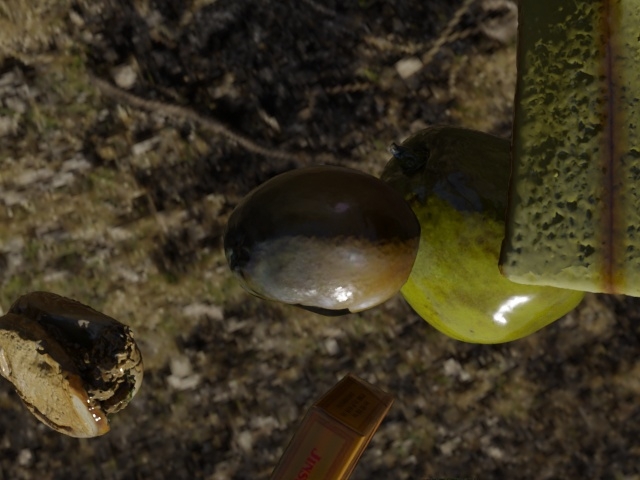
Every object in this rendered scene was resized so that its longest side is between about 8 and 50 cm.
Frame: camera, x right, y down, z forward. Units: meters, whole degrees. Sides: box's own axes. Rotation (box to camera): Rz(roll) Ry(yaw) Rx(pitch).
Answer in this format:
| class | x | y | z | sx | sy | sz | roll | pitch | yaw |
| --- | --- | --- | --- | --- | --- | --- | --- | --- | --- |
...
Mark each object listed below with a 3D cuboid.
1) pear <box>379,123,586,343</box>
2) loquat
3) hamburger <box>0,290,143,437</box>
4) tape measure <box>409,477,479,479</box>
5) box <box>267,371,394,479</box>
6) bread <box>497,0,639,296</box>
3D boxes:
| class | x | y | z | sx | sy | sz | roll | pitch | yaw |
| --- | --- | --- | --- | --- | --- | --- | --- | --- | --- |
| pear | 0.215 | -0.017 | 1.741 | 0.287 | 0.287 | 0.375 | -40 | 119 | 16 |
| loquat | 0.000 | 0.000 | 1.471 | 0.227 | 0.179 | 0.179 | 6 | 137 | -1 |
| hamburger | -0.391 | 0.184 | 1.952 | 0.243 | 0.146 | 0.286 | 46 | 146 | -14 |
| tape measure | 0.064 | 0.322 | 1.091 | 0.243 | 0.246 | 0.125 | -15 | 134 | 4 |
| box | 0.004 | 0.268 | 1.556 | 0.174 | 0.076 | 0.274 | -59 | 172 | 7 |
| bread | 0.336 | -0.127 | 1.332 | 0.245 | 0.233 | 0.362 | -11 | 103 | -56 |
